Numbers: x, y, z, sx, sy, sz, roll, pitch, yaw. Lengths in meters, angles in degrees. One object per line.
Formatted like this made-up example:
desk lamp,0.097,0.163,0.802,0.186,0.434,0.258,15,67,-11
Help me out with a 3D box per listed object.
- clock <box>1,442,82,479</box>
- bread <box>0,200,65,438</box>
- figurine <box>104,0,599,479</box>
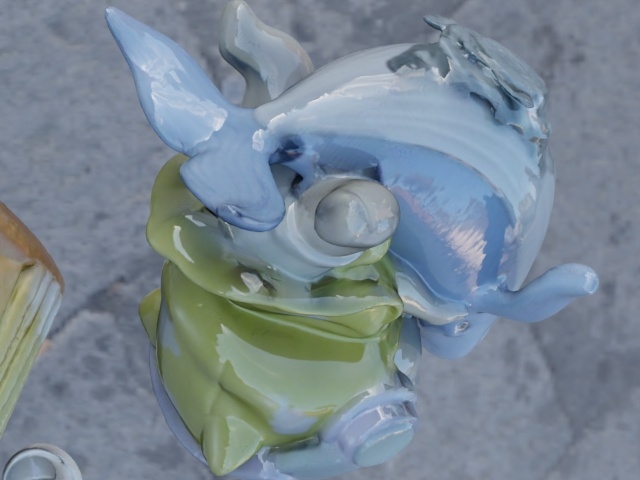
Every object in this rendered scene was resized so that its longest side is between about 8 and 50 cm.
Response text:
clock,-0.166,0.237,0.997,0.063,0.156,0.229,-45,137,-70
bread,-0.266,0.010,0.854,0.288,0.204,0.156,45,52,-46
figurine,0.000,0.000,0.563,0.184,0.128,0.208,-42,142,13
